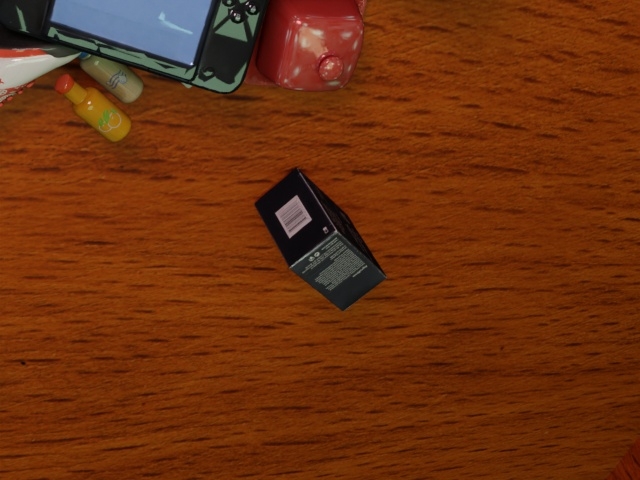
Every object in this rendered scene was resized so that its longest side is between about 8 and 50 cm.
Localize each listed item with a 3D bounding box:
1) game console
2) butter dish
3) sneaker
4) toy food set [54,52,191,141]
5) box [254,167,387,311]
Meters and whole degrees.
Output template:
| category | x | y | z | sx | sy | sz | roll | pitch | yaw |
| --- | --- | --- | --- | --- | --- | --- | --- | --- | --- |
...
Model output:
| category | x | y | z | sx | sy | sz | roll | pitch | yaw |
| --- | --- | --- | --- | --- | --- | --- | --- | --- | --- |
| game console | -0.175 | -0.303 | 1.020 | 0.293 | 0.173 | 0.250 | 15 | 99 | -18 |
| butter dish | -0.005 | -0.250 | 1.274 | 0.160 | 0.118 | 0.159 | -4 | 130 | -26 |
| sneaker | -0.401 | -0.176 | 1.143 | 0.270 | 0.090 | 0.145 | -13 | 135 | -14 |
| toy food set | -0.209 | -0.239 | 1.173 | 0.232 | 0.111 | 0.104 | -38 | 137 | 10 |
| box | 0.000 | 0.000 | 1.480 | 0.093 | 0.156 | 0.158 | -39 | 137 | 9 |
